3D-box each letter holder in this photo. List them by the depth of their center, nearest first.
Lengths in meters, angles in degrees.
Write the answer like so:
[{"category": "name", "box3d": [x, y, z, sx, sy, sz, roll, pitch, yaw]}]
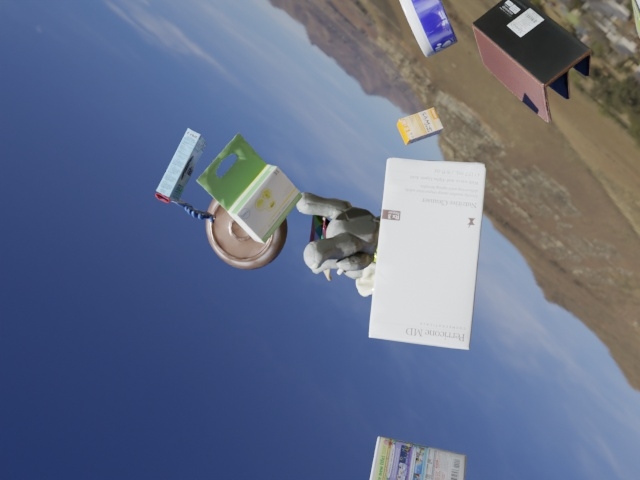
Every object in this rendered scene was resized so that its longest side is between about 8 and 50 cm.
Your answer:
[{"category": "letter holder", "box3d": [0.589, -0.503, 1.809, 0.302, 0.152, 0.214, 55, -175, 31]}]

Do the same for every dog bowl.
[{"category": "dog bowl", "box3d": [0.312, -0.691, 1.934, 0.265, 0.104, 0.265, 54, -157, -36]}]

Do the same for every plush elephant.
[{"category": "plush elephant", "box3d": [0.077, 0.022, 1.930, 0.330, 0.255, 0.272, -5, -131, -16]}]

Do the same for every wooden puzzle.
[{"category": "wooden puzzle", "box3d": [0.000, 0.000, 2.421, 0.044, 0.238, 0.221, -8, -149, -15]}]

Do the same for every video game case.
[{"category": "video game case", "box3d": [0.195, 0.522, 1.337, 0.193, 0.023, 0.212, 10, -132, 9]}]

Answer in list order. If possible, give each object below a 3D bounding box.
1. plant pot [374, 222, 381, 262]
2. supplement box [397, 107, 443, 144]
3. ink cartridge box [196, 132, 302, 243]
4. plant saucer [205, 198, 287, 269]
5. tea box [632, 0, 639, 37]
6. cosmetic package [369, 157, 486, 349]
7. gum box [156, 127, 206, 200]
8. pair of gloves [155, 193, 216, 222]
[{"category": "plant pot", "box3d": [0.292, 0.051, 2.220, 0.207, 0.228, 0.227, 38, 165, 37]}, {"category": "supplement box", "box3d": [0.252, -0.289, 1.642, 0.036, 0.098, 0.062, 105, 143, -75]}, {"category": "ink cartridge box", "box3d": [-0.174, -0.130, 1.646, 0.056, 0.171, 0.235, 19, 156, 52]}, {"category": "plant saucer", "box3d": [-0.269, -0.046, 2.279, 0.310, 0.310, 0.050, 44, -164, 5]}, {"category": "tea box", "box3d": [0.841, -0.460, 1.419, 0.323, 0.220, 0.329, 27, -133, -58]}, {"category": "cosmetic package", "box3d": [0.226, 0.031, 1.394, 0.217, 0.385, 0.156, 4, 173, 6]}, {"category": "gum box", "box3d": [-0.372, -0.201, 1.757, 0.041, 0.184, 0.157, 27, 178, -3]}, {"category": "pair of gloves", "box3d": [-0.403, -0.097, 1.975, 0.198, 0.023, 0.159, 26, -176, 10]}]
